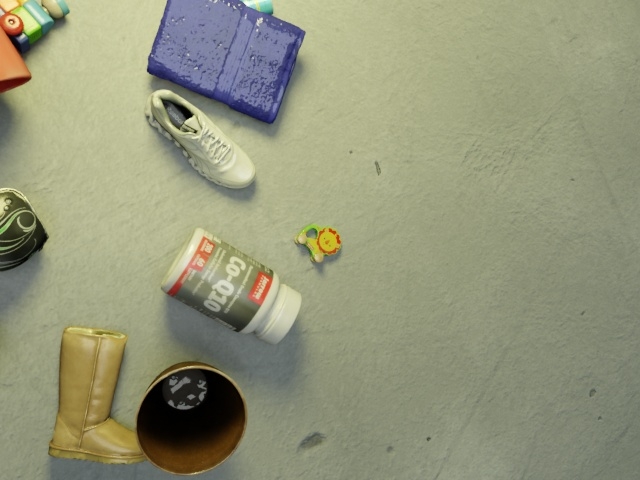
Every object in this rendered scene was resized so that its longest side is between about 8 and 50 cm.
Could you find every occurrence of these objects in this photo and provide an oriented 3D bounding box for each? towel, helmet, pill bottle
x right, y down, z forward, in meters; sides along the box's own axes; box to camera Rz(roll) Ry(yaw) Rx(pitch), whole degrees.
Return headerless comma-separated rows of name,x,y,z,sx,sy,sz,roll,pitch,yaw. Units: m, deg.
towel,-0.210,-0.422,1.253,0.308,0.076,0.228,19,96,-19
helmet,-0.647,-0.019,1.099,0.161,0.169,0.169,-37,103,-30
pill bottle,-0.193,0.108,1.246,0.283,0.161,0.161,32,83,-16

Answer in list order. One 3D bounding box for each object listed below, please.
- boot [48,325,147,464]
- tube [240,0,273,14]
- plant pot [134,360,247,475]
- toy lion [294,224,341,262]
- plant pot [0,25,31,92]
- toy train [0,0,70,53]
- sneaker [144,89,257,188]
boot,-0.457,0.336,1.213,0.236,0.089,0.270,10,88,-18
tube,-0.212,-0.518,1.276,0.207,0.052,0.080,-19,93,-9
plant pot,-0.280,0.346,1.193,0.215,0.230,0.216,-1,92,-17
toy lion,0.000,0.000,1.372,0.096,0.034,0.100,-46,104,-18
plant pot,-0.700,-0.366,0.991,0.274,0.275,0.243,-23,108,-15
toy train,-0.640,-0.516,1.116,0.143,0.105,0.248,-46,104,-21
sneaker,-0.261,-0.221,1.235,0.292,0.118,0.110,39,79,-17
